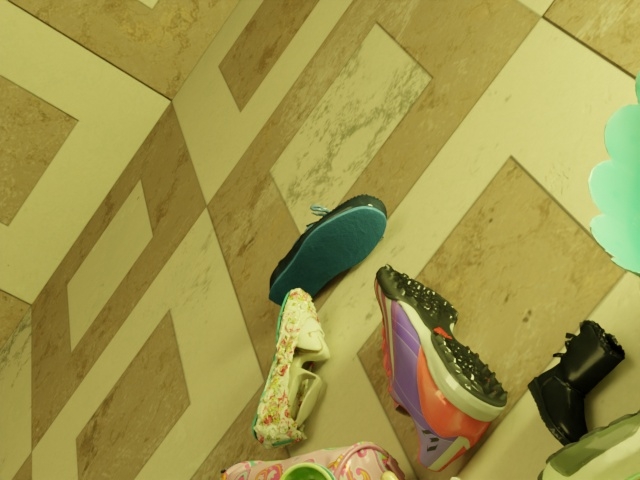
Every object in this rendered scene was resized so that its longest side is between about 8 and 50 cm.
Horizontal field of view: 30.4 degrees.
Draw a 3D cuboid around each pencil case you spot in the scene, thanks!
[{"bbox_3d":[-0.016,0.306,1.398,0.284,0.124,0.124,-23,43,54],"label":"pencil case"}]

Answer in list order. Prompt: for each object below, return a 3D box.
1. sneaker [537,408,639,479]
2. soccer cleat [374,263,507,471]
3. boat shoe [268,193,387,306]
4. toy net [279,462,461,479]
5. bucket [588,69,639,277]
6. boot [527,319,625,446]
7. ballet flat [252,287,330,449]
[{"bbox_3d":[0.362,0.175,0.864,0.410,0.158,0.182,-38,60,37],"label":"sneaker"},{"bbox_3d":[0.111,0.135,1.370,0.116,0.108,0.318,-57,27,16],"label":"soccer cleat"},{"bbox_3d":[0.000,0.000,1.727,0.258,0.109,0.089,-37,29,37],"label":"boat shoe"},{"bbox_3d":[0.066,0.296,1.207,0.232,0.045,0.122,0,80,22],"label":"toy net"},{"bbox_3d":[0.378,-0.049,0.971,0.281,0.183,0.281,-44,28,31],"label":"bucket"},{"bbox_3d":[0.259,0.141,1.155,0.099,0.045,0.121,-48,26,17],"label":"boot"},{"bbox_3d":[-0.028,0.179,1.633,0.077,0.091,0.241,-1,61,27],"label":"ballet flat"}]
